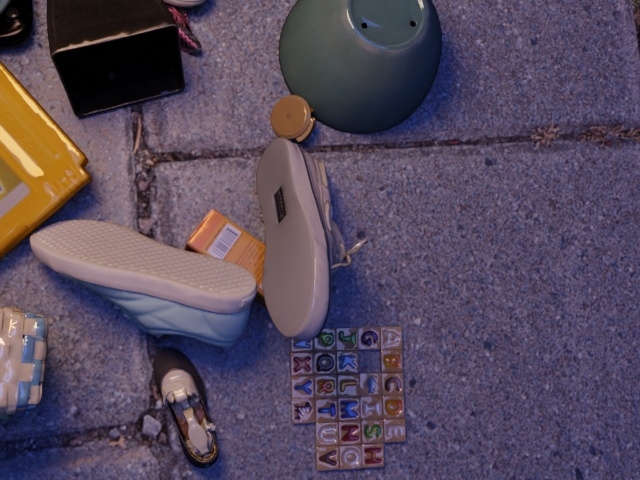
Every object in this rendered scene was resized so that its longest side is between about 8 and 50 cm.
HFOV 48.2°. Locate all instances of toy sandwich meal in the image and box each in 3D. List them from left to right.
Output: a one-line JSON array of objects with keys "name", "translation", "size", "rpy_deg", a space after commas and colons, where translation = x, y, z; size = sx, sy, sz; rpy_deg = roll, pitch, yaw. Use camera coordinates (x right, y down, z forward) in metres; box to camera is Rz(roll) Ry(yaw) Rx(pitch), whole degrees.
[{"name": "toy sandwich meal", "translation": [-0.047, -0.212, 1.246], "size": [0.086, 0.029, 0.085], "rpy_deg": [-2, 85, 23]}]

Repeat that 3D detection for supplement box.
[{"name": "supplement box", "translation": [-0.108, 0.048, 1.179], "size": [0.233, 0.078, 0.080], "rpy_deg": [37, 74, -5]}]

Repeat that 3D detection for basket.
[{"name": "basket", "translation": [-0.533, 0.175, 0.987], "size": [0.289, 0.255, 0.201], "rpy_deg": [8, 74, -20]}]

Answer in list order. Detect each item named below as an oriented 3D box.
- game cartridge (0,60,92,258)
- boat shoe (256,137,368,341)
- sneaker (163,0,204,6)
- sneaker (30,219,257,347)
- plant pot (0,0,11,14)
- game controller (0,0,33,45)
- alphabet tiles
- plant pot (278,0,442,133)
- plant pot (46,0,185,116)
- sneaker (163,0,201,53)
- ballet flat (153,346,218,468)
[{"name": "game cartridge", "translation": [-0.558, -0.107, 1.098], "size": [0.324, 0.053, 0.285], "rpy_deg": [-42, 92, -3]}, {"name": "boat shoe", "translation": [-0.005, 0.004, 1.134], "size": [0.156, 0.136, 0.367], "rpy_deg": [20, 41, -33]}, {"name": "sneaker", "translation": [-0.280, -0.544, 1.147], "size": [0.319, 0.208, 0.127], "rpy_deg": [47, 59, -3]}, {"name": "sneaker", "translation": [-0.286, 0.082, 1.115], "size": [0.366, 0.135, 0.150], "rpy_deg": [18, 118, 10]}, {"name": "plant pot", "translation": [-0.623, -0.488, 0.973], "size": [0.334, 0.341, 0.341], "rpy_deg": [23, 79, 1]}, {"name": "game controller", "translation": [-0.627, -0.382, 1.137], "size": [0.319, 0.067, 0.166], "rpy_deg": [-7, 84, -13]}, {"name": "alphabet tiles", "translation": [0.048, 0.267, 1.217], "size": [0.198, 0.009, 0.237], "rpy_deg": [0, 82, -12]}, {"name": "plant pot", "translation": [0.087, -0.348, 1.210], "size": [0.290, 0.195, 0.290], "rpy_deg": [2, 82, -12]}, {"name": "plant pot", "translation": [-0.336, -0.333, 1.137], "size": [0.187, 0.188, 0.167], "rpy_deg": [-18, 75, -13]}, {"name": "sneaker", "translation": [-0.243, -0.375, 1.228], "size": [0.119, 0.047, 0.057], "rpy_deg": [45, 65, -4]}, {"name": "ballet flat", "translation": [-0.210, 0.265, 1.134], "size": [0.074, 0.074, 0.203], "rpy_deg": [-20, 87, -13]}]
